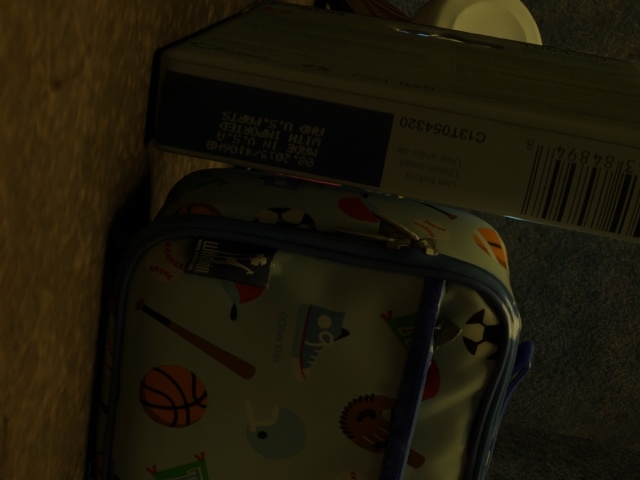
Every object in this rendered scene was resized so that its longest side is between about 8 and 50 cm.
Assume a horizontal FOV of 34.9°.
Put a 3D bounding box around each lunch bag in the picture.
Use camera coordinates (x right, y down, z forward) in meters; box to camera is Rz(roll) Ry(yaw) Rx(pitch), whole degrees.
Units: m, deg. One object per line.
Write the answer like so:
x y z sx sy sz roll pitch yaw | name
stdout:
-0.006 0.107 0.612 0.115 0.243 0.303 -72 173 -66 | lunch bag

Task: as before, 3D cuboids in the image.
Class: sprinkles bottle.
0.078 -0.153 1.039 0.355 0.121 0.121 -12 -116 67 | sprinkles bottle

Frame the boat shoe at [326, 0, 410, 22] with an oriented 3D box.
0.069 -0.228 1.307 0.123 0.123 0.342 -50 -136 21 | boat shoe

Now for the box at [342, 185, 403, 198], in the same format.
0.048 -0.072 1.570 0.257 0.079 0.322 -116 -151 -55 | box

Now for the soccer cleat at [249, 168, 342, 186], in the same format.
-0.042 -0.002 0.863 0.318 0.108 0.116 -72 169 -45 | soccer cleat

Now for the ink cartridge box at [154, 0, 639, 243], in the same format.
0.083 -0.097 0.711 0.330 0.324 0.071 -67 167 -71 | ink cartridge box
